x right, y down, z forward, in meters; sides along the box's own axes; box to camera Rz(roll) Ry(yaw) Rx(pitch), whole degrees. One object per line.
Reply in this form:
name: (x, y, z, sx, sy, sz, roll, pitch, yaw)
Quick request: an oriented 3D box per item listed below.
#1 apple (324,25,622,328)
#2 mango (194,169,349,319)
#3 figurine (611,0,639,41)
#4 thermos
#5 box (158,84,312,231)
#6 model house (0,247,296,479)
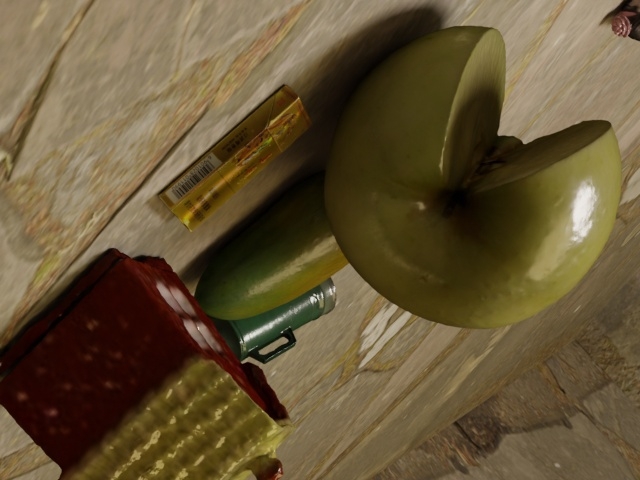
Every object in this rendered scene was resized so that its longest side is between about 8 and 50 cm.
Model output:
apple: (0.149, -0.063, 1.726, 0.292, 0.292, 0.254, -47, 179, 21)
mango: (-0.027, 0.007, 1.871, 0.237, 0.091, 0.137, -35, 160, -2)
figurine: (0.419, -0.301, 2.201, 0.129, 0.054, 0.072, -50, 159, 24)
thermos: (-0.070, 0.093, 2.024, 0.187, 0.083, 0.073, -29, -177, -37)
box: (-0.076, -0.074, 1.631, 0.156, 0.022, 0.089, -41, 166, -4)
model house: (-0.159, 0.162, 1.652, 0.196, 0.254, 0.160, -44, 162, 5)
